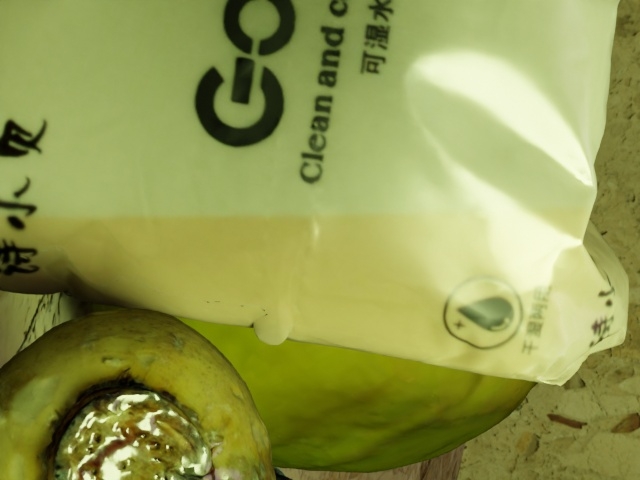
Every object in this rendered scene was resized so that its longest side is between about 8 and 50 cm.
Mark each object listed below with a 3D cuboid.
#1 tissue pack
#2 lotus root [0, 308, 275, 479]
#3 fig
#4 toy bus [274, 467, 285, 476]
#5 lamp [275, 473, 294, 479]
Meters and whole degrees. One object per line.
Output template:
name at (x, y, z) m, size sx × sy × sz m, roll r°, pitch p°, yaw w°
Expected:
tissue pack at (-0.014, -0.133, 0.956) m, size 0.195 × 0.390 × 0.376 m, roll 115°, pitch -18°, yaw -87°
lotus root at (-0.098, 0.116, 0.901) m, size 0.278 × 0.154 × 0.154 m, roll 94°, pitch 13°, yaw -77°
fig at (-0.005, -0.001, 1.182) m, size 0.343 × 0.343 × 0.343 m, roll 14°, pitch 90°, yaw -75°
toy bus at (-0.085, 0.244, 1.481) m, size 0.262 × 0.109 × 0.091 m, roll 87°, pitch 24°, yaw -43°
lamp at (-0.144, 0.139, 1.078) m, size 0.371 × 0.108 × 0.130 m, roll 29°, pitch 108°, yaw -39°
